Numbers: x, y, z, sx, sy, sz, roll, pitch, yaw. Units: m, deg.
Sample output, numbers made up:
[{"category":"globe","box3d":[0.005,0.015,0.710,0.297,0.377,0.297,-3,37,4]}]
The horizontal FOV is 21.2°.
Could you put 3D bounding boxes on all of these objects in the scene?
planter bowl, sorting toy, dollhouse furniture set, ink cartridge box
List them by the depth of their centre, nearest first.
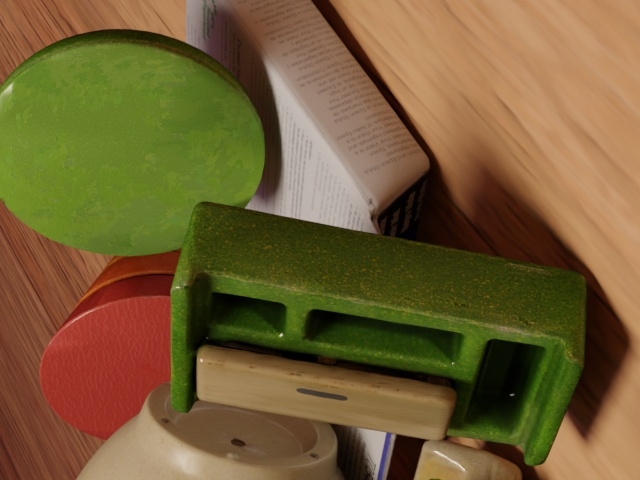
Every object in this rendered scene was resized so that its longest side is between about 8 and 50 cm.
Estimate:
[{"category":"dollhouse furniture set","box3d":[0.003,0.158,0.700,0.301,0.151,0.197,97,-179,-56]},{"category":"sorting toy","box3d":[-0.090,-0.060,0.826,0.126,0.127,0.365,-93,0,-46]},{"category":"ink cartridge box","box3d":[0.000,0.000,0.833,0.224,0.045,0.223,58,159,28]},{"category":"planter bowl","box3d":[-0.050,0.134,0.842,0.162,0.162,0.109,41,121,55]}]
